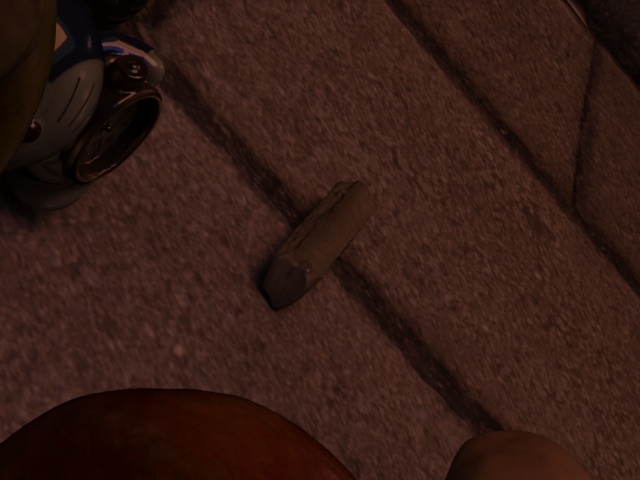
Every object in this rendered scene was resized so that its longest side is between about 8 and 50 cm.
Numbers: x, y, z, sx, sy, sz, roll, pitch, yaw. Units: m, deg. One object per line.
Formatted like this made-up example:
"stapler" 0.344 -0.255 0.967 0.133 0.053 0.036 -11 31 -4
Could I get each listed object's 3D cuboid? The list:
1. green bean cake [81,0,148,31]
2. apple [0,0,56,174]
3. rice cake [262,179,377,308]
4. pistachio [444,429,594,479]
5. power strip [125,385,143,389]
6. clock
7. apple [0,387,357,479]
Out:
"green bean cake" -0.247 -0.206 1.545 0.185 0.183 0.094 9 52 -58
"apple" -0.324 -0.112 1.217 0.258 0.233 0.295 28 62 6
"rice cake" 0.000 0.000 1.872 0.052 0.057 0.256 36 26 2
"pistachio" 0.195 0.314 1.665 0.187 0.187 0.299 26 39 -45
"power strip" -0.143 0.185 1.414 0.081 0.035 0.192 48 26 -15
"clock" -0.229 -0.113 1.448 0.146 0.199 0.243 50 0 18
"apple" -0.079 0.241 1.137 0.301 0.301 0.301 40 29 -28
